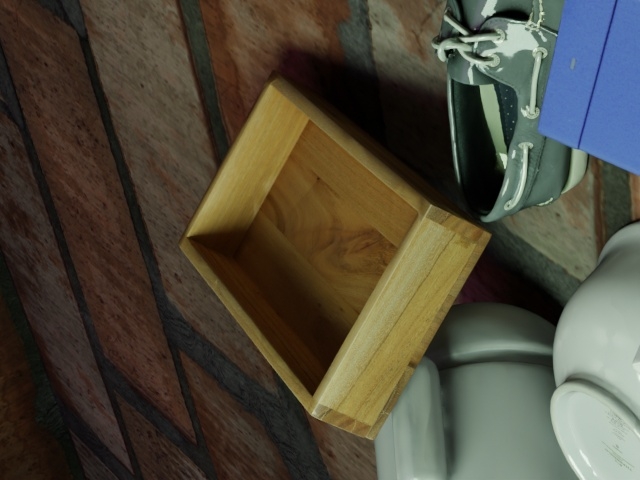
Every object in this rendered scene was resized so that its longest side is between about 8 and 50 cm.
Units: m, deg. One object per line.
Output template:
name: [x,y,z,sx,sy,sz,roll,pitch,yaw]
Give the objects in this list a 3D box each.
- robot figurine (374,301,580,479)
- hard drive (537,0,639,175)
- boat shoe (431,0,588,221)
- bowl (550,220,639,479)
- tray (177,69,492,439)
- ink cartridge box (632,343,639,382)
robot figurine: [0.151,0.205,1.661,0.300,0.199,0.354,39,-142,-51]
hard drive: [0.291,-0.062,1.103,0.318,0.040,0.210,25,157,11]
boat shoe: [0.143,-0.145,1.441,0.116,0.099,0.319,39,151,40]
bowl: [0.280,0.142,1.486,0.298,0.134,0.298,45,156,28]
tray: [0.000,0.000,1.696,0.076,0.203,0.411,25,-170,-28]
ink cartridge box: [0.358,0.074,1.100,0.207,0.117,0.283,38,156,-21]
